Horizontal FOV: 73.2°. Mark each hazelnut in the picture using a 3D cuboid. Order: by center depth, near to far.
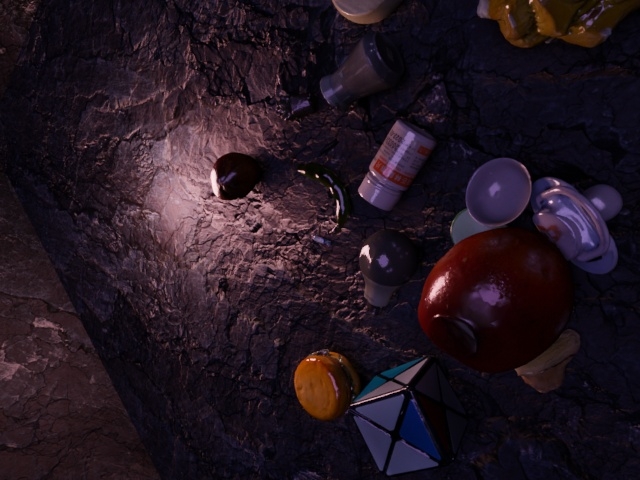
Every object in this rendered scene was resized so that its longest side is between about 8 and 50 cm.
[{"bbox_3d":[-0.327,-0.246,1.628,0.204,0.178,0.177,-14,90,25],"label":"hazelnut"}]

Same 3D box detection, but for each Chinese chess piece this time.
[{"bbox_3d":[0.144,-0.782,1.282,0.251,0.101,0.249,6,101,31],"label":"Chinese chess piece"}]

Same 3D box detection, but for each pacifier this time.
[{"bbox_3d":[0.659,-0.060,1.065,0.208,0.227,0.278,-29,80,-8],"label":"pacifier"}]

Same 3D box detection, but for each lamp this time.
[{"bbox_3d":[0.189,0.098,1.383,0.182,0.182,0.313,45,138,18],"label":"lamp"}]

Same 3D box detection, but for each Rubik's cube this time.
[{"bbox_3d":[0.276,0.540,1.338,0.247,0.248,0.249,-32,82,31],"label":"Rubik's cube"}]

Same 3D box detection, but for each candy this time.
[{"bbox_3d":[0.000,0.000,1.552,0.083,0.020,0.030,19,106,29],"label":"candy"}]

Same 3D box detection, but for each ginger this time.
[{"bbox_3d":[0.639,0.335,1.179,0.193,0.115,0.122,-40,98,23],"label":"ginger"}]

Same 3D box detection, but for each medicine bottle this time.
[{"bbox_3d":[0.227,-0.225,1.303,0.144,0.145,0.252,42,118,19],"label":"medicine bottle"}]

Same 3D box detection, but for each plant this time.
[{"bbox_3d":[-0.083,-0.464,1.487,0.144,0.092,0.094,-8,101,25],"label":"plant"}]

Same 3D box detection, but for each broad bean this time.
[{"bbox_3d":[0.021,-0.168,1.494,0.144,0.049,0.291,-31,82,33],"label":"broad bean"}]

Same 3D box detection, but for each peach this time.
[{"bbox_3d":[0.430,0.165,1.110,0.335,0.310,0.405,52,141,18],"label":"peach"}]

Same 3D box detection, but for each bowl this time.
[{"bbox_3d":[0.498,-0.125,1.169,0.189,0.086,0.188,-13,73,49],"label":"bowl"}]

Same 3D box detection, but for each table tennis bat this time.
[{"bbox_3d":[0.500,-0.016,1.232,0.257,0.039,0.160,9,102,36],"label":"table tennis bat"}]

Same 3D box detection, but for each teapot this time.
[{"bbox_3d":[0.122,-0.518,1.320,0.225,0.171,0.202,-24,53,39],"label":"teapot"}]

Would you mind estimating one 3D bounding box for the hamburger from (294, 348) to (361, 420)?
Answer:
[{"bbox_3d":[0.033,0.503,1.529,0.246,0.170,0.245,4,96,43],"label":"hamburger"}]

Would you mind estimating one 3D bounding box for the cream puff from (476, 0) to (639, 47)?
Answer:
[{"bbox_3d":[0.546,-0.608,0.962,0.379,0.276,0.377,4,97,31],"label":"cream puff"}]
